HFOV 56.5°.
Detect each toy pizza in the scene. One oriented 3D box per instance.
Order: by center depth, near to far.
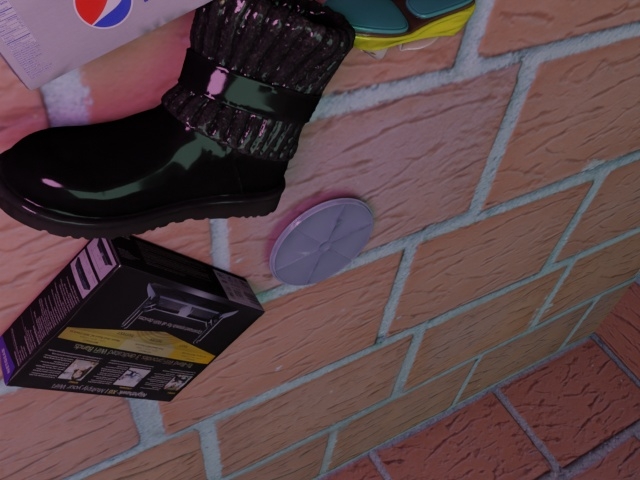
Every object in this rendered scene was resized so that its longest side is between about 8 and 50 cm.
[{"bbox_3d":[0.000,0.000,1.020,0.201,0.032,0.201,-22,143,-18],"label":"toy pizza"}]

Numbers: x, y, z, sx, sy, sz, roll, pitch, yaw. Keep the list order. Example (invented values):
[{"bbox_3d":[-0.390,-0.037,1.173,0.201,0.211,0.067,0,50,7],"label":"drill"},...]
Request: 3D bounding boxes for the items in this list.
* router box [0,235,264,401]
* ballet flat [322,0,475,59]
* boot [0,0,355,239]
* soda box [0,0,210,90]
[{"bbox_3d":[-0.270,0.129,0.898,0.243,0.081,0.309,-43,146,12],"label":"router box"},{"bbox_3d":[0.094,-0.266,0.742,0.231,0.077,0.077,-20,157,-24],"label":"ballet flat"},{"bbox_3d":[-0.148,-0.145,0.619,0.348,0.131,0.260,-10,142,-37],"label":"boot"},{"bbox_3d":[-0.156,-0.251,0.513,0.286,0.098,0.091,-30,147,-8],"label":"soda box"}]
